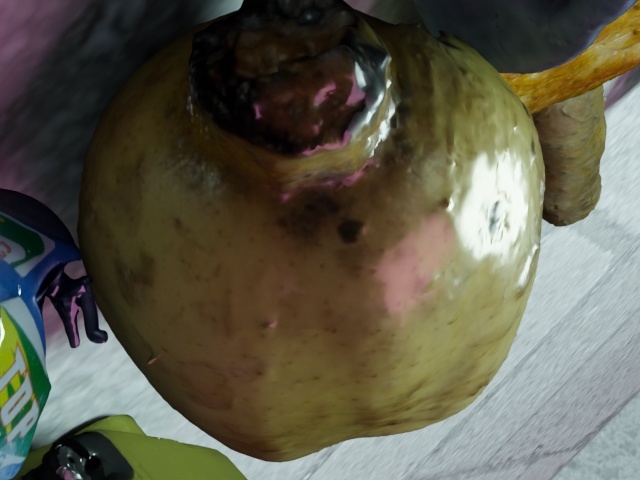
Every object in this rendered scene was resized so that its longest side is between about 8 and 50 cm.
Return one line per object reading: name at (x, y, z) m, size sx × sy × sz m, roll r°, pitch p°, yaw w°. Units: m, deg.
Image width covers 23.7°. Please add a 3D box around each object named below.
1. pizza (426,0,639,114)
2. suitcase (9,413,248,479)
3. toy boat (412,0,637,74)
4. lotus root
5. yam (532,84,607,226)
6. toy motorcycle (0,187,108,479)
pizza at (0.094, -0.110, 0.646) m, size 0.147 × 0.069 × 0.226 m, roll -29°, pitch 166°, yaw 4°
suitcase at (-0.115, 0.182, 0.721) m, size 0.194 × 0.143 × 0.235 m, roll -46°, pitch 161°, yaw 4°
toy boat at (0.068, -0.137, 0.430) m, size 0.078 × 0.127 × 0.283 m, roll -44°, pitch 165°, yaw -17°
lotus root at (0.000, 0.000, 0.546) m, size 0.160 × 0.146 × 0.284 m, roll -31°, pitch 160°, yaw -9°
yam at (0.136, -0.061, 0.872) m, size 0.057 × 0.057 × 0.241 m, roll -43°, pitch 160°, yaw -4°
toy motorcycle at (-0.125, 0.069, 0.480) m, size 0.254 × 0.092 × 0.135 m, roll 104°, pitch 10°, yaw -48°
